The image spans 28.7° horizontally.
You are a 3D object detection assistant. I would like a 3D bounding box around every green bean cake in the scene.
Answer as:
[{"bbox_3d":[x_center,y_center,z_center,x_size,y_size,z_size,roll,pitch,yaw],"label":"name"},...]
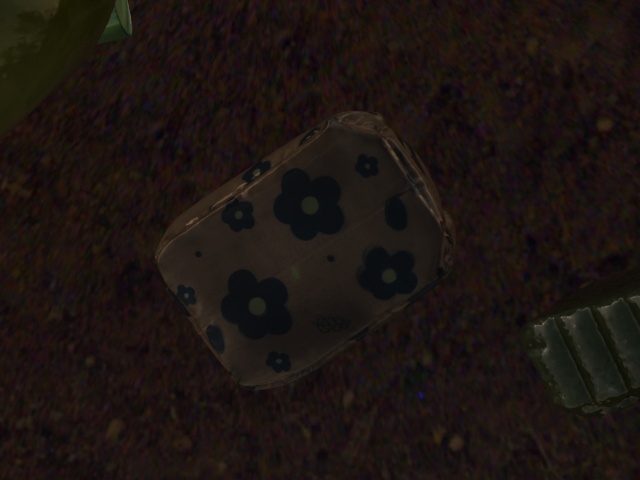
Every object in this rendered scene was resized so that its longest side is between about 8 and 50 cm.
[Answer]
[{"bbox_3d":[0.278,0.060,0.995,0.185,0.183,0.094,-28,84,37],"label":"green bean cake"}]

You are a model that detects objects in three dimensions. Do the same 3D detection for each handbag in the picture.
[{"bbox_3d":[0.000,0.000,1.161,0.251,0.193,0.190,-34,95,14],"label":"handbag"}]

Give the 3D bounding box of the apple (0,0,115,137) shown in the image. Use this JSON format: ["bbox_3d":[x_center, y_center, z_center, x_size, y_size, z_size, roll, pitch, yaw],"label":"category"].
[{"bbox_3d":[-0.258,-0.180,0.798,0.279,0.279,0.279,-1,110,-2],"label":"apple"}]

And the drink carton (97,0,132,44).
[{"bbox_3d":[-0.312,-0.290,1.525,0.142,0.146,0.144,-13,84,3],"label":"drink carton"}]
